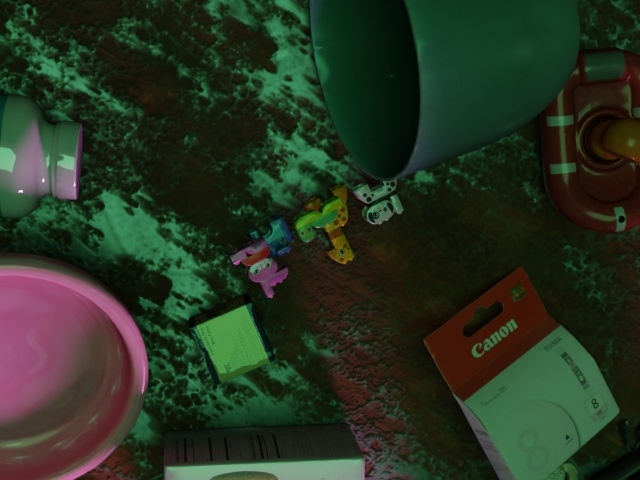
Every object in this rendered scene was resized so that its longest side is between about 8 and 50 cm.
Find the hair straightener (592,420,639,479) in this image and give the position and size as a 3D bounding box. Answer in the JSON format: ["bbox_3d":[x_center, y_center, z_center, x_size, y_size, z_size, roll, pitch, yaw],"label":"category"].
[{"bbox_3d":[0.448,0.276,1.527,0.230,0.047,0.089,-39,102,0],"label":"hair straightener"}]

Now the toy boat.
[{"bbox_3d":[0.361,-0.122,1.396,0.151,0.151,0.231,-8,100,-6],"label":"toy boat"}]

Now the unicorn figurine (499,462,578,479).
[{"bbox_3d":[0.273,0.320,1.512,0.162,0.060,0.111,6,89,-23],"label":"unicorn figurine"}]

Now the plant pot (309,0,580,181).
[{"bbox_3d":[0.150,-0.236,1.292,0.235,0.293,0.293,-15,101,-19],"label":"plant pot"}]

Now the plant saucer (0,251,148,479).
[{"bbox_3d":[-0.373,0.152,1.328,0.332,0.084,0.332,-7,119,-13],"label":"plant saucer"}]

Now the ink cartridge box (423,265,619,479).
[{"bbox_3d":[0.264,0.179,1.451,0.189,0.066,0.232,-34,106,-24],"label":"ink cartridge box"}]

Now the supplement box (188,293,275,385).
[{"bbox_3d":[-0.112,0.124,1.422,0.083,0.056,0.083,-23,102,-4],"label":"supplement box"}]

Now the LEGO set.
[{"bbox_3d":[0.000,0.000,1.405,0.227,0.087,0.093,-28,105,-9],"label":"LEGO set"}]

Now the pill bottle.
[{"bbox_3d":[-0.412,-0.100,1.298,0.264,0.146,0.146,3,99,-8],"label":"pill bottle"}]

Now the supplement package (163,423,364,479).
[{"bbox_3d":[-0.075,0.320,1.420,0.244,0.134,0.139,-2,99,-7],"label":"supplement package"}]
